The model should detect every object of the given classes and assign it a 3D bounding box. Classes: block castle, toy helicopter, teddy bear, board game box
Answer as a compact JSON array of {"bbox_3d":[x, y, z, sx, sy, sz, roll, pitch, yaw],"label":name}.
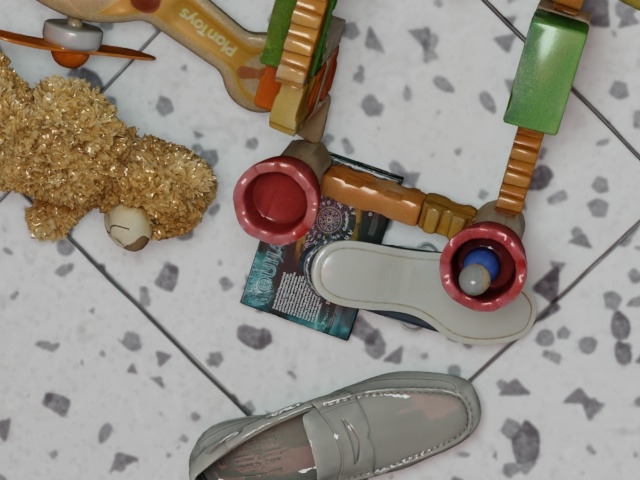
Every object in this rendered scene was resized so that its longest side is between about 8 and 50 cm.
[{"bbox_3d":[0.105,-0.185,1.617,0.303,0.213,0.453,18,111,6],"label":"block castle"},{"bbox_3d":[-0.178,-0.241,1.753,0.355,0.140,0.235,37,98,-13],"label":"toy helicopter"},{"bbox_3d":[-0.275,-0.085,1.755,0.338,0.113,0.245,38,133,-20],"label":"teddy bear"},{"bbox_3d":[0.000,0.000,1.823,0.126,0.026,0.186,20,104,4],"label":"board game box"}]

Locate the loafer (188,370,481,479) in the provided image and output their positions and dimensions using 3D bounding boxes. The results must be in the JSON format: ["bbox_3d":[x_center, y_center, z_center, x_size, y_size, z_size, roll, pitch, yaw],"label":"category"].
[{"bbox_3d":[0.014,0.216,1.820,0.319,0.111,0.112,-17,98,11],"label":"loafer"}]

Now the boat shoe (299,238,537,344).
[{"bbox_3d":[0.100,0.050,1.783,0.254,0.079,0.095,8,96,-17],"label":"boat shoe"}]

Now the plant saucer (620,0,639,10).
[{"bbox_3d":[0.266,-0.433,1.672,0.332,0.081,0.333,26,103,2],"label":"plant saucer"}]
